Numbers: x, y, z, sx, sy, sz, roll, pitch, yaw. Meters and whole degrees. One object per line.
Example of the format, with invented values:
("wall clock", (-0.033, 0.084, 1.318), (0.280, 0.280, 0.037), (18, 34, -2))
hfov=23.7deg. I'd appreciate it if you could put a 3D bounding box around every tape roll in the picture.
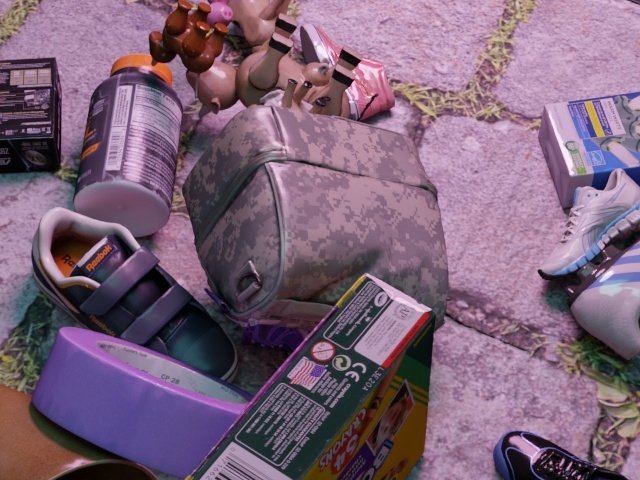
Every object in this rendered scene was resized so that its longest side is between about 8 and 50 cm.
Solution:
("tape roll", (-0.186, 0.191, 1.738), (0.275, 0.275, 0.090), (22, 91, 14))

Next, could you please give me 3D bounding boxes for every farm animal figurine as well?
("farm animal figurine", (-0.086, -0.237, 2.100), (0.327, 0.172, 0.330), (35, 32, 7))

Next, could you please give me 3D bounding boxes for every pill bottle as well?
("pill bottle", (-0.255, -0.136, 2.062), (0.130, 0.130, 0.245), (3, 55, 1))

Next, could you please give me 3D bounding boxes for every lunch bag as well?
("lunch bag", (0.000, 0.000, 1.869), (0.305, 0.212, 0.256), (12, 43, -36))

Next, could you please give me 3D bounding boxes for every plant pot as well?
("plant pot", (-0.343, 0.275, 1.735), (0.237, 0.237, 0.254), (-32, 47, -21))

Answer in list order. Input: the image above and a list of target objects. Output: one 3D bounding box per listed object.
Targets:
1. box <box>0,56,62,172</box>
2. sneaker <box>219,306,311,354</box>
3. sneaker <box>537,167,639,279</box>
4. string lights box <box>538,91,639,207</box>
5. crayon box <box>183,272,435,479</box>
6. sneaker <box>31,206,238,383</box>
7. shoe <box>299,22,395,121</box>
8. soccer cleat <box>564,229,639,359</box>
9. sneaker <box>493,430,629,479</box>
("box", (-0.454, -0.172, 2.114), (0.180, 0.077, 0.147), (-4, 55, -4))
("sneaker", (-0.061, 0.119, 1.940), (0.170, 0.068, 0.071), (37, 78, 31))
("sneaker", (0.347, -0.024, 2.006), (0.191, 0.071, 0.083), (-40, 100, -18))
("string lights box", (0.446, -0.134, 2.104), (0.260, 0.076, 0.133), (-9, 55, -7))
("crayon box", (-0.015, 0.264, 1.674), (0.106, 0.313, 0.363), (30, 60, 22))
("sneaker", (-0.243, 0.076, 1.919), (0.321, 0.127, 0.126), (31, 59, 17))
("shoe", (0.039, -0.248, 2.189), (0.081, 0.063, 0.178), (-20, 63, -16))
("soccer cleat", (0.466, 0.029, 1.984), (0.331, 0.116, 0.143), (-38, 77, -20))
("sneaker", (0.309, 0.289, 1.798), (0.232, 0.090, 0.081), (33, 61, 20))
